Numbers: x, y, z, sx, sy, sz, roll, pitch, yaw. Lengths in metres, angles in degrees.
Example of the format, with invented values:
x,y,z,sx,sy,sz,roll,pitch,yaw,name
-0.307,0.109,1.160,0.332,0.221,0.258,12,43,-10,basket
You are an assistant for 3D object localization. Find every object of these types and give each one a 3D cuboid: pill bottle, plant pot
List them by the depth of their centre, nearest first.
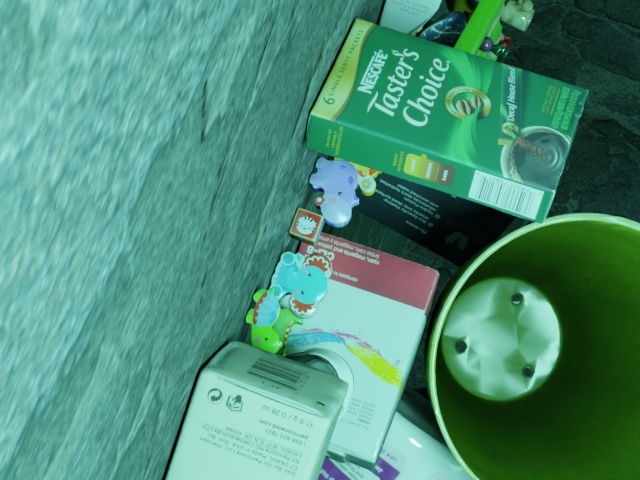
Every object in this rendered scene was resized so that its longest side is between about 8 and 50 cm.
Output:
x,y,z,sx,sy,sz,roll,pitch,yaw,name
0.214,0.108,1.435,0.293,0.274,0.275,-163,-87,-83,plant pot
0.007,0.284,1.458,0.301,0.169,0.169,-53,177,8,pill bottle

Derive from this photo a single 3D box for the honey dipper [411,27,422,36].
x,y,z,sx,sy,sz,roll,pitch,yaw,name
0.084,-0.188,1.491,0.161,0.030,0.030,-68,175,-57,honey dipper

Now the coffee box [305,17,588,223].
x,y,z,sx,sy,sz,roll,pitch,yaw,name
0.092,-0.089,1.072,0.040,0.184,0.113,99,13,-52,coffee box

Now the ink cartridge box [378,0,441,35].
x,y,z,sx,sy,sz,roll,pitch,yaw,name
0.097,-0.231,1.337,0.181,0.056,0.225,-64,170,-51,ink cartridge box

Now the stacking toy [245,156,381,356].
x,y,z,sx,sy,sz,roll,pitch,yaw,name
0.000,0.000,1.178,0.167,0.052,0.221,77,34,-80,stacking toy

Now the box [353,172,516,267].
x,y,z,sx,sy,sz,roll,pitch,yaw,name
0.128,-0.075,1.483,0.158,0.156,0.093,-54,-170,47,box

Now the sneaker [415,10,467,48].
x,y,z,sx,sy,sz,roll,pitch,yaw,name
0.119,-0.219,1.594,0.135,0.052,0.058,138,-38,-60,sneaker

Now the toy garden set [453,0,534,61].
x,y,z,sx,sy,sz,roll,pitch,yaw,name
0.195,-0.204,1.607,0.204,0.049,0.244,-60,168,-16,toy garden set

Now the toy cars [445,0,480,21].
x,y,z,sx,sy,sz,roll,pitch,yaw,name
0.141,-0.214,1.714,0.394,0.087,0.176,-69,171,24,toy cars

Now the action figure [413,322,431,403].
x,y,z,sx,sy,sz,roll,pitch,yaw,name
0.017,0.260,1.659,0.330,0.178,0.341,101,12,-47,action figure

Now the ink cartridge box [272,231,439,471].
x,y,z,sx,sy,sz,roll,pitch,yaw,name
0.018,0.101,1.311,0.128,0.127,0.176,85,24,-77,ink cartridge box

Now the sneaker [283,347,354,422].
x,y,z,sx,sy,sz,roll,pitch,yaw,name
-0.060,0.183,1.141,0.234,0.078,0.106,-61,158,-1,sneaker

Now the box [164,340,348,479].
x,y,z,sx,sy,sz,roll,pitch,yaw,name
-0.070,0.217,1.015,0.113,0.094,0.275,-38,148,-80,box
